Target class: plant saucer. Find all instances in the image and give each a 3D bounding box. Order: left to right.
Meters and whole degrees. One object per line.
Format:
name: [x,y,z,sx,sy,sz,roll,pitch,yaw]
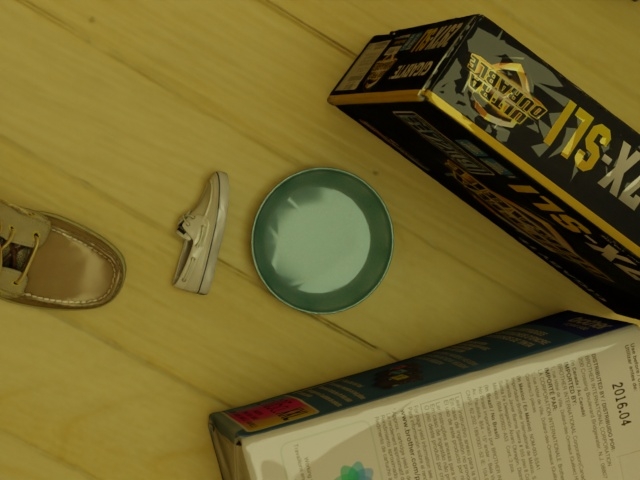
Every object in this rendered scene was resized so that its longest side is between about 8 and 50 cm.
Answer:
plant saucer: [0.000,0.000,1.259,0.119,0.021,0.119,-1,92,-14]

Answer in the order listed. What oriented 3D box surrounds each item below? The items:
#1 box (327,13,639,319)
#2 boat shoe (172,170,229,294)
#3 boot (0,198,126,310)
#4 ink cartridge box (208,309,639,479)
box: [0.181,-0.044,1.183,0.322,0.257,0.079,35,84,-14]
boat shoe: [-0.097,-0.008,1.228,0.035,0.035,0.100,11,97,-17]
boot: [-0.239,0.006,1.122,0.213,0.165,0.077,20,89,-13]
ink cartridge box: [0.138,0.219,1.239,0.396,0.151,0.270,-14,97,-12]
